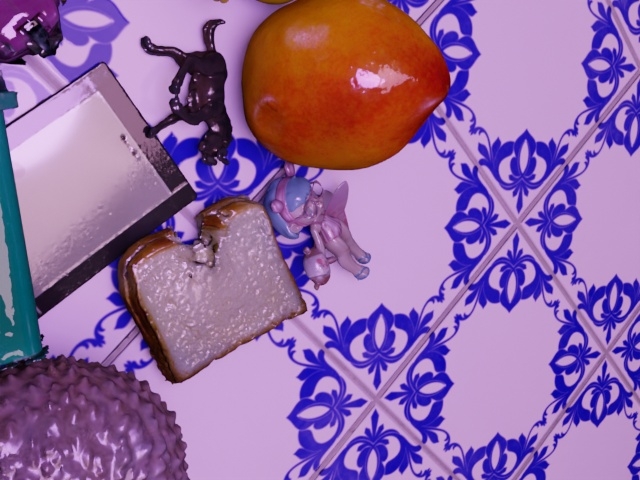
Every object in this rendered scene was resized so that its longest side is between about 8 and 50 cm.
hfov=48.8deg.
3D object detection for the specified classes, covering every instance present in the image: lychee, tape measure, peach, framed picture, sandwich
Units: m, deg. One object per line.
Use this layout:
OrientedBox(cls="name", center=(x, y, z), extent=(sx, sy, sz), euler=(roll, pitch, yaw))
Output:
OrientedBox(cls="lychee", center=(-0.368, 0.340, 0.937), extent=(0.380, 0.432, 0.380), euler=(3, 85, -33))
OrientedBox(cls="tape measure", center=(-0.429, -0.321, 0.871), extent=(0.149, 0.231, 0.245), euler=(-44, 117, -14))
OrientedBox(cls="peach", center=(0.032, -0.245, 1.102), extent=(0.289, 0.308, 0.288), euler=(-14, 118, -29))
OrientedBox(cls="framed picture", center=(-0.391, -0.067, 1.074), extent=(0.347, 0.016, 0.265), euler=(-41, 117, -15))
OrientedBox(cls="sandwich", center=(-0.184, 0.074, 1.173), extent=(0.273, 0.095, 0.248), euler=(-29, 116, -23))

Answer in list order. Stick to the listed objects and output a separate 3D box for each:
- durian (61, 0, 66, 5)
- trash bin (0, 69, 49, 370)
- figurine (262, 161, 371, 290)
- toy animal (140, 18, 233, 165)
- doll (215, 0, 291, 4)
OrientedBox(cls="durian", center=(-0.313, -0.443, 0.954), extent=(0.194, 0.138, 0.237), euler=(12, 90, -33))
OrientedBox(cls="trash bin", center=(-0.499, -0.020, 0.866), extent=(0.295, 0.259, 0.381), euler=(-14, 104, -23))
OrientedBox(cls="figurine", center=(-0.008, -0.003, 1.249), extent=(0.260, 0.103, 0.205), euler=(43, 54, -34))
OrientedBox(cls="toy animal", center=(-0.197, -0.234, 1.123), extent=(0.148, 0.085, 0.232), euler=(-9, 100, -48))
OrientedBox(cls="doll", center=(-0.047, -0.467, 1.111), extent=(0.363, 0.145, 0.199), euler=(-32, 72, -36))
